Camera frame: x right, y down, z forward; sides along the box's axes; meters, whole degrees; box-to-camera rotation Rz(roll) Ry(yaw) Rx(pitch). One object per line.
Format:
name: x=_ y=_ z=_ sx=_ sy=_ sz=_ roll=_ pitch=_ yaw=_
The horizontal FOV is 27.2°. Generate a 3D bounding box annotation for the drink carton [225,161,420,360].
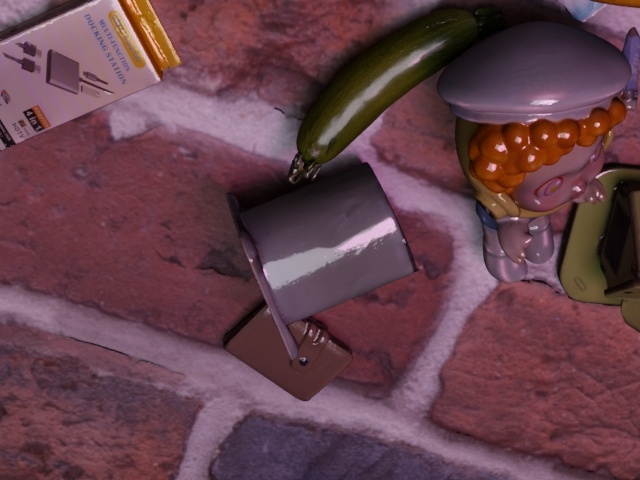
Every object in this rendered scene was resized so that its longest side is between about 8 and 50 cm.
drink carton: x=0.000 y=0.000 z=1.614 sx=0.189 sy=0.191 sz=0.185 roll=-26 pitch=118 yaw=1

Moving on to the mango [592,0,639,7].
mango: x=0.331 y=-0.323 z=1.329 sx=0.294 sy=0.120 sz=0.177 roll=2 pitch=125 yaw=-6

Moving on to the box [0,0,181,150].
box: x=-0.300 y=-0.206 z=1.550 sx=0.247 sy=0.033 sz=0.129 roll=-22 pitch=119 yaw=10

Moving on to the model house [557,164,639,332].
model house: x=0.432 y=0.058 z=1.607 sx=0.218 sy=0.279 sz=0.205 roll=4 pitch=119 yaw=-7

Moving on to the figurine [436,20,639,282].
figurine: x=0.220 y=-0.090 z=1.540 sx=0.224 sy=0.205 sz=0.382 roll=-23 pitch=146 yaw=-29

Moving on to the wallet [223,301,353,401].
wallet: x=-0.041 y=0.147 z=1.772 sx=0.152 sy=0.039 sz=0.118 roll=36 pitch=115 yaw=-20

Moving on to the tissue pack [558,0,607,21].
tissue pack: x=0.260 y=-0.395 z=1.418 sx=0.271 sy=0.124 sz=0.201 roll=39 pitch=108 yaw=-22

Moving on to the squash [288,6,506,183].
squash: x=0.072 y=-0.188 z=1.557 sx=0.318 sy=0.071 sz=0.080 roll=-37 pitch=121 yaw=11
